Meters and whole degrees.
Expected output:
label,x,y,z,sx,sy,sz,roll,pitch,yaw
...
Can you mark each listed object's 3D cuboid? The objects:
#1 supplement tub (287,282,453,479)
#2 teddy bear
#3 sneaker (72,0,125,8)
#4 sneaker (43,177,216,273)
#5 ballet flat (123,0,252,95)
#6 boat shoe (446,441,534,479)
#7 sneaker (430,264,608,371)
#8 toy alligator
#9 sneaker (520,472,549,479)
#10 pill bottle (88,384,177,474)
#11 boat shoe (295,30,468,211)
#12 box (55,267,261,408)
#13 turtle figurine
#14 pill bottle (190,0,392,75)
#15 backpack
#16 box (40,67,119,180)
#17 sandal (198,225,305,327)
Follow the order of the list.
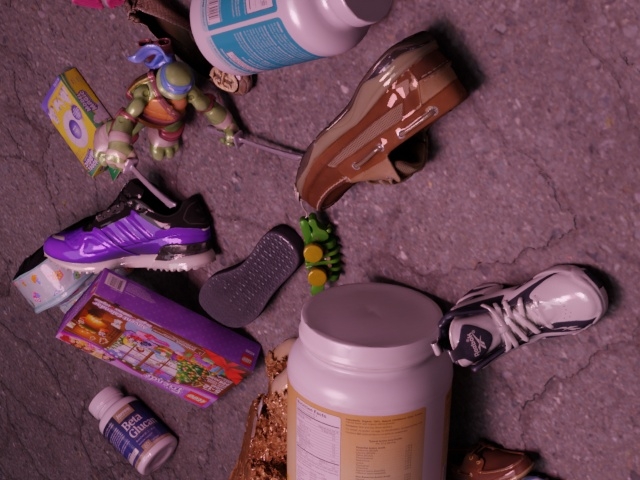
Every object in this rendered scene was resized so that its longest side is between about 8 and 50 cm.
label,x,y,z,sx,sy,sz,roll,pitch,yaw
supplement tub,0.067,0.240,1.766,0.228,0.228,0.316,21,121,37
teddy bear,-0.059,0.307,1.970,0.245,0.113,0.338,-140,63,-78
sneaker,-0.274,-0.430,1.784,0.252,0.103,0.111,-27,70,37
sneaker,-0.313,-0.030,2.059,0.293,0.102,0.146,-1,107,15
ballet flat,-0.197,-0.287,1.836,0.250,0.058,0.084,42,140,18
boat shoe,0.227,0.318,1.796,0.178,0.064,0.060,-21,99,55
sneaker,0.232,0.106,1.574,0.235,0.153,0.094,-4,114,48
toy alligator,0.000,0.000,1.835,0.051,0.056,0.190,-7,116,3
sneaker,0.252,0.390,1.803,0.237,0.086,0.085,-29,92,50
pill bottle,-0.361,0.357,2.421,0.169,0.094,0.094,41,139,18
boat shoe,0.075,-0.124,1.614,0.120,0.122,0.324,48,141,7
box,-0.272,0.169,2.113,0.293,0.057,0.201,28,145,-16
turtle figurine,-0.222,-0.136,1.843,0.275,0.198,0.266,47,157,-10
pill bottle,-0.034,-0.294,1.589,0.264,0.146,0.146,-3,113,48
backpack,-0.433,0.054,2.215,0.166,0.188,0.144,-21,99,50
box,-0.389,-0.186,2.123,0.179,0.043,0.105,52,142,4
sandal,-0.098,0.059,1.984,0.097,0.054,0.254,50,132,-3
